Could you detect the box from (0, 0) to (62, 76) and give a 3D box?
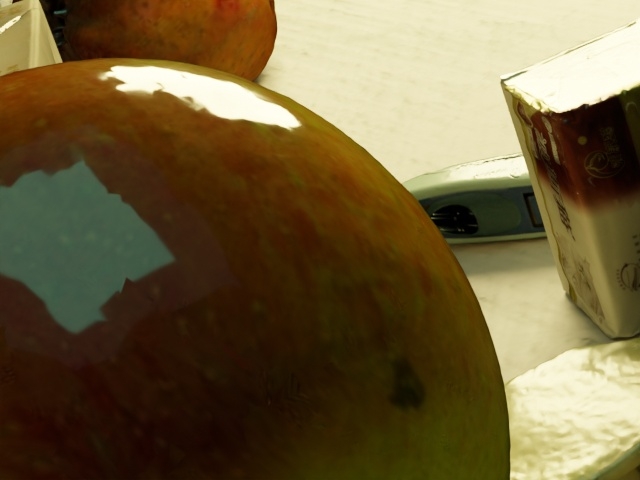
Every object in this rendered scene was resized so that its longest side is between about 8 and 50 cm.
[{"bbox_3d":[-0.174,-0.013,1.306,0.051,0.204,0.365,-18,24,1],"label":"box"}]

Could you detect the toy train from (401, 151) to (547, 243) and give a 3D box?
[{"bbox_3d":[0.147,-0.028,1.284,0.252,0.055,0.048,-11,35,20],"label":"toy train"}]

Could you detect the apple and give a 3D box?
[{"bbox_3d":[-0.082,0.095,0.870,0.339,0.339,0.339,-16,24,8],"label":"apple"}]

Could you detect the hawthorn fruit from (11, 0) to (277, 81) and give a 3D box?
[{"bbox_3d":[-0.133,-0.206,1.708,0.248,0.208,0.208,-16,17,-40],"label":"hawthorn fruit"}]

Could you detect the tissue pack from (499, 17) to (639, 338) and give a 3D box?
[{"bbox_3d":[0.183,-0.038,1.155,0.106,0.148,0.099,-23,25,-7],"label":"tissue pack"}]

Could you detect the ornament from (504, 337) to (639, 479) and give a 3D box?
[{"bbox_3d":[0.089,0.119,1.012,0.201,0.059,0.180,-7,30,22],"label":"ornament"}]
